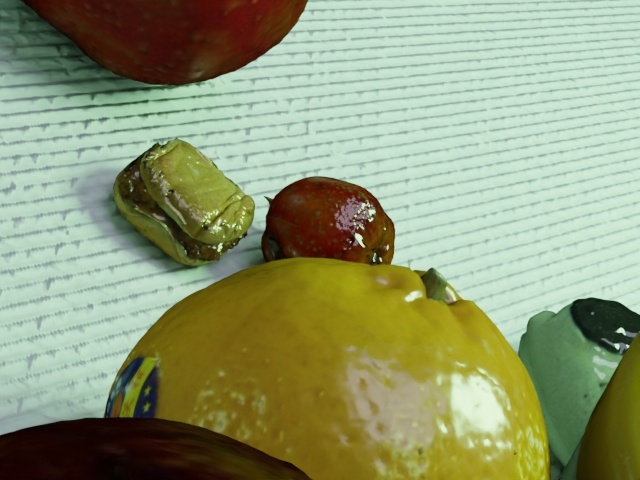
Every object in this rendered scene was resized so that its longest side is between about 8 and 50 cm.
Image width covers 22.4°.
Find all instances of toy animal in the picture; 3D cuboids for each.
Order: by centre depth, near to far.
[{"bbox_3d":[0.208,0.132,1.052,0.121,0.094,0.225,-3,62,-33],"label":"toy animal"}]

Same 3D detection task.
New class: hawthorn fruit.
[{"bbox_3d":[0.000,0.000,1.010,0.093,0.093,0.093,27,35,-21],"label":"hawthorn fruit"},{"bbox_3d":[-0.101,-0.209,1.014,0.230,0.210,0.266,51,-5,-9],"label":"hawthorn fruit"}]

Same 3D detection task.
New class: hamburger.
[{"bbox_3d":[-0.084,-0.022,0.980,0.083,0.044,0.076,45,31,4],"label":"hamburger"}]

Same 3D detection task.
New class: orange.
[{"bbox_3d":[0.003,0.102,0.767,0.219,0.219,0.193,25,77,-23],"label":"orange"}]

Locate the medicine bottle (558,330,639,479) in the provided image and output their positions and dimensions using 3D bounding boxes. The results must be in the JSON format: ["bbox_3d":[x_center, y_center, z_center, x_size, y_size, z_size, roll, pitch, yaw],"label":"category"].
[{"bbox_3d":[0.231,0.173,0.831,0.238,0.232,0.238,6,51,-7],"label":"medicine bottle"}]

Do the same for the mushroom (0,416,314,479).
[{"bbox_3d":[-0.059,0.226,0.458,0.259,0.345,0.345,46,22,-41],"label":"mushroom"}]
